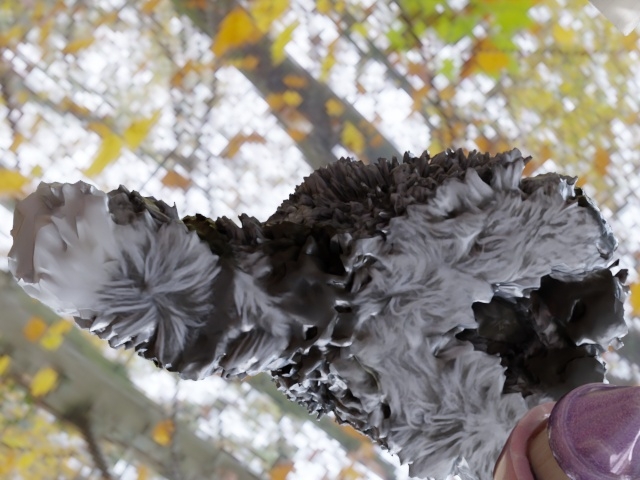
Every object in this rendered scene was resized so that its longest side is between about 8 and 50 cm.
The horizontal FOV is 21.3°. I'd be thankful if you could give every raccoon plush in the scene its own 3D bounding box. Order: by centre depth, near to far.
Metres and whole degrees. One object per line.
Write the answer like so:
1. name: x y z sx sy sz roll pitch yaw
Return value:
1. raccoon plush: 0.000 0.000 1.151 0.216 0.446 0.299 -64 -158 0

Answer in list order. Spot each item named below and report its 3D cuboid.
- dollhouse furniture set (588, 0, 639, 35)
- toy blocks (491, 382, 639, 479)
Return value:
1. dollhouse furniture set: 0.182 -0.358 1.267 0.286 0.303 0.198 -46 -156 11
2. toy blocks: 0.123 0.236 0.713 0.289 0.260 0.309 -31 -104 -32
